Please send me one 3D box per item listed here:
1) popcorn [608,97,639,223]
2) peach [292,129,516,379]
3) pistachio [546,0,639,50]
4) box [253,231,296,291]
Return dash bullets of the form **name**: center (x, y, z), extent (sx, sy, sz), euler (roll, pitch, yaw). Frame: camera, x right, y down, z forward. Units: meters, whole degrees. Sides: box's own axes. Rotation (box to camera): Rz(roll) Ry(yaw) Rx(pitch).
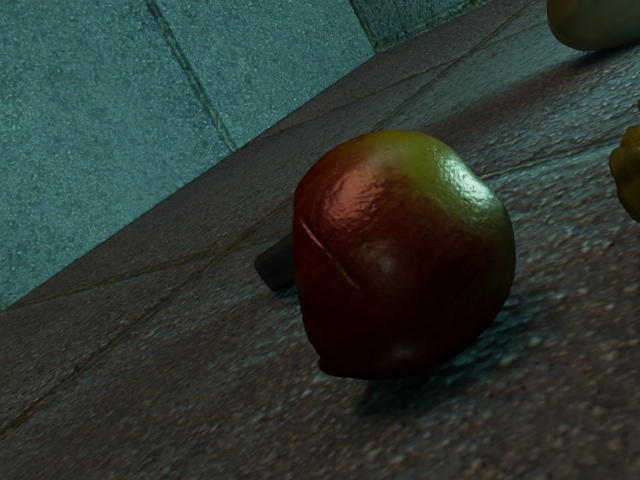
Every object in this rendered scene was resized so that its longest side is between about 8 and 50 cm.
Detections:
- **popcorn**: center (0.287, -0.059, 0.487), extent (0.197, 0.155, 0.198), euler (-35, 29, 23)
- **peach**: center (0.052, 0.013, 0.611), extent (0.192, 0.190, 0.190), euler (-36, 16, -11)
- **pistachio**: center (0.494, -0.431, 1.203), extent (0.309, 0.230, 0.230), euler (-39, 5, 38)
- **box**: center (0.000, 0.000, 0.884), extent (0.103, 0.055, 0.243), euler (-35, 2, -22)
